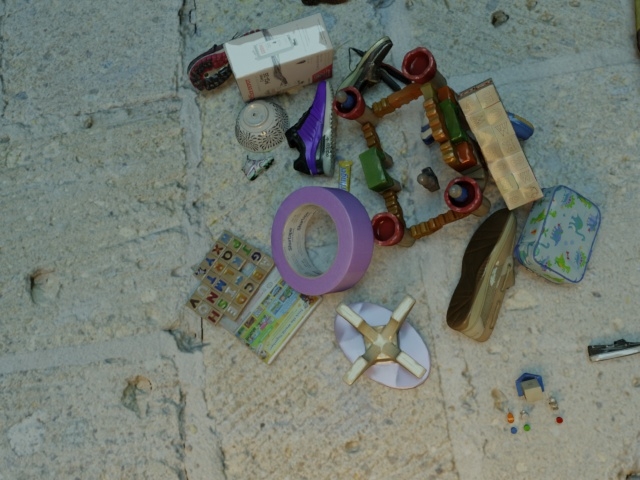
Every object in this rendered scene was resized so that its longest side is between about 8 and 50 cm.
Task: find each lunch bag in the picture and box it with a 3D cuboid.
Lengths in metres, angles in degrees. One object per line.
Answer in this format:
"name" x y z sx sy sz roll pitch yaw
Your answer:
"lunch bag" 0.586 -0.010 1.459 0.176 0.090 0.219 26 78 -16

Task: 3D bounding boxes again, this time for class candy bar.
"candy bar" 0.066 -0.150 1.667 0.040 0.018 0.161 1 72 11

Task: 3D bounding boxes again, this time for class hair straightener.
"hair straightener" 0.158 -0.493 1.745 0.230 0.047 0.089 42 84 20

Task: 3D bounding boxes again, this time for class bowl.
"bowl" -0.181 -0.350 1.745 0.170 0.080 0.170 -3 72 10

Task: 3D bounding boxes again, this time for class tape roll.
"tape roll" 0.000 0.000 1.520 0.274 0.090 0.275 0 91 40

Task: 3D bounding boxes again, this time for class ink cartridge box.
"ink cartridge box" -0.114 -0.512 1.696 0.283 0.207 0.117 -18 84 -2

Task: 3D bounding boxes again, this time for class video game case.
"video game case" -0.141 0.182 1.595 0.206 0.026 0.227 37 81 19

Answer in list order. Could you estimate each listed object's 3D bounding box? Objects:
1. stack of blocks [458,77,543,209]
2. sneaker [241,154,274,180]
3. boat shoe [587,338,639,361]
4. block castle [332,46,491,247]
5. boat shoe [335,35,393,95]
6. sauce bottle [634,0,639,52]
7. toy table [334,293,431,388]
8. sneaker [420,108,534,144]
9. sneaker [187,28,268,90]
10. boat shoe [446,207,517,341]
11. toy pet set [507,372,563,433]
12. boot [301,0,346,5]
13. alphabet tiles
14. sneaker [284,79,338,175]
"stack of blocks" 0.441 -0.243 1.468 0.087 0.171 0.297 -24 105 21
"sneaker" -0.187 -0.227 1.728 0.098 0.038 0.069 -39 71 -4
"boat shoe" 0.704 0.254 1.403 0.142 0.049 0.040 -14 70 8
"block castle" 0.225 -0.230 1.511 0.303 0.213 0.453 -23 69 26
"boat shoe" 0.137 -0.475 1.700 0.073 0.080 0.223 49 113 12
"sauce bottle" 0.905 -0.573 1.599 0.111 0.111 0.344 5 74 12
"toy table" 0.144 0.248 1.450 0.274 0.161 0.252 25 79 16
"sneaker" 0.417 -0.288 1.610 0.296 0.112 0.131 15 84 24
"sneaker" -0.272 -0.570 1.818 0.299 0.121 0.112 -25 40 -6
"boat shoe" 0.422 0.083 1.487 0.110 0.121 0.341 29 78 -18
"toy pet set" 0.493 0.379 1.408 0.122 0.065 0.114 -15 105 8
"boot" 0.021 -0.786 1.861 0.158 0.059 0.085 4 68 13
"alphabet tiles" -0.261 0.107 1.631 0.198 0.009 0.237 29 78 27
"sneaker" -0.030 -0.323 1.696 0.146 0.102 0.293 -1 72 11
